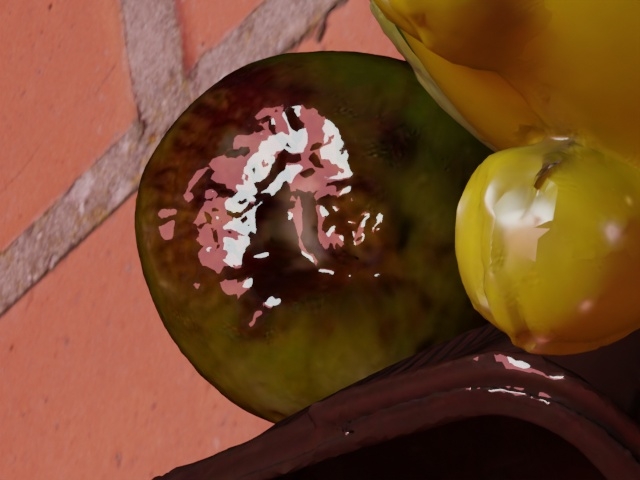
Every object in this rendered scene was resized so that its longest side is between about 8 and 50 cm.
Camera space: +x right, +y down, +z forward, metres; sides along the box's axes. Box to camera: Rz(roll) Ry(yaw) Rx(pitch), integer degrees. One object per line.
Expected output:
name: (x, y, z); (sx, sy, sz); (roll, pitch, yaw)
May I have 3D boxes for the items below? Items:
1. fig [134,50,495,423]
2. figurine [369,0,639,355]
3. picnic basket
fig: (0.000, 0.000, 0.905); (0.191, 0.181, 0.181); (-154, 87, -79)
figurine: (0.159, -0.101, 0.608); (0.231, 0.340, 0.324); (5, 78, 52)
picnic basket: (0.066, 0.132, 0.740); (0.297, 0.222, 0.129); (-27, 12, 42)
